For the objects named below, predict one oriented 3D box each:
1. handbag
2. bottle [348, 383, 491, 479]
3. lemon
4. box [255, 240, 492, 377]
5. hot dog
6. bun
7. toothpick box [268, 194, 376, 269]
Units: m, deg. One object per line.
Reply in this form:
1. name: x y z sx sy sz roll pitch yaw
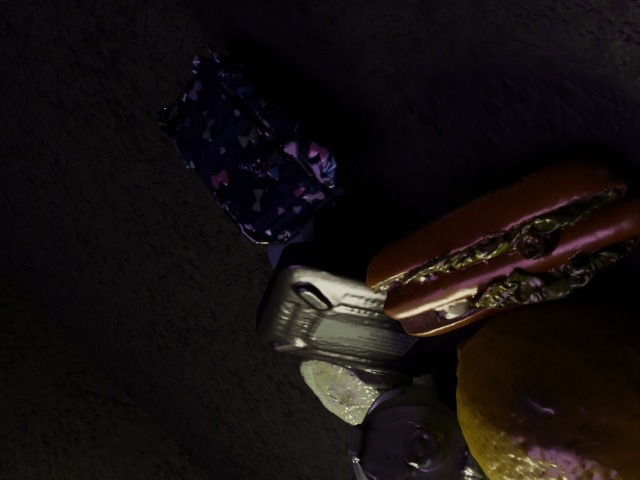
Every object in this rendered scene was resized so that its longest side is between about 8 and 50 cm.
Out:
1. handbag: -0.080 -0.121 0.980 0.260 0.162 0.113 47 -166 17
2. bottle: 0.151 0.333 1.122 0.229 0.229 0.351 23 167 32
3. lemon: 0.281 0.187 0.856 0.311 0.253 0.253 20 143 35
4. box: 0.066 0.104 1.076 0.290 0.073 0.289 13 151 -8
5. hot dog: 0.191 0.016 0.821 0.337 0.100 0.135 -27 106 38
6. bun: 0.064 0.220 1.292 0.196 0.118 0.195 25 145 19
7. toothpick box: 0.000 0.000 1.105 0.101 0.101 0.153 49 152 -9
